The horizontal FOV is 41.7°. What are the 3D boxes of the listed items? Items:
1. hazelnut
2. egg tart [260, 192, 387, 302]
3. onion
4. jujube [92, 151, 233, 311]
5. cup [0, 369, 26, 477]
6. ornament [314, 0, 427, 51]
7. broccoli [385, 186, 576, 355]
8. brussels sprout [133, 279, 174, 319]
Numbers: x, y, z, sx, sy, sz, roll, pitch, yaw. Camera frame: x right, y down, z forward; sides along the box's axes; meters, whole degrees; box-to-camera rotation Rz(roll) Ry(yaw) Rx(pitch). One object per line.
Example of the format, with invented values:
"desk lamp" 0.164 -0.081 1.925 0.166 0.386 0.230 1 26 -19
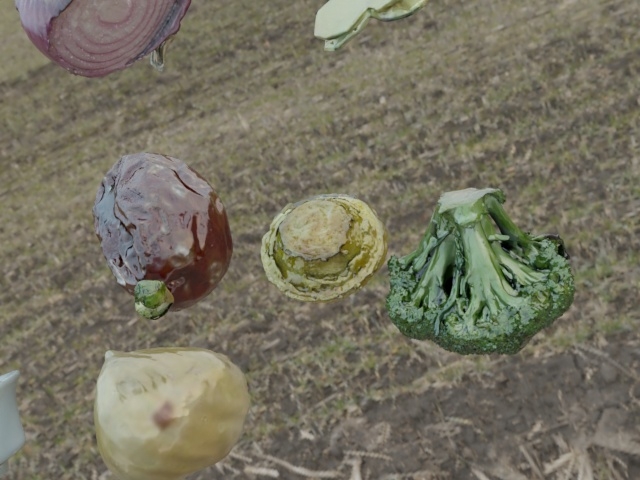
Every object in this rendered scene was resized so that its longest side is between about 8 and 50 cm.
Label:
"hazelnut" -0.253 0.264 1.325 0.261 0.241 0.261 -32 -8 -5
"egg tart" 0.000 0.000 1.506 0.241 0.106 0.241 -7 56 11
"onion" -0.243 -0.299 0.922 0.200 0.200 0.207 -53 2 -39
"jujube" -0.335 -0.025 1.769 0.276 0.276 0.377 -35 49 -13
"cup" -0.679 0.384 1.515 0.347 0.163 0.347 -24 4 2
"ornament" 0.083 -0.413 1.409 0.201 0.059 0.180 -20 46 29
"broccoli" 0.249 0.059 1.384 0.321 0.283 0.304 -5 24 21
"brussels sprout" -0.219 0.076 1.098 0.051 0.046 0.083 -25 -10 -17
